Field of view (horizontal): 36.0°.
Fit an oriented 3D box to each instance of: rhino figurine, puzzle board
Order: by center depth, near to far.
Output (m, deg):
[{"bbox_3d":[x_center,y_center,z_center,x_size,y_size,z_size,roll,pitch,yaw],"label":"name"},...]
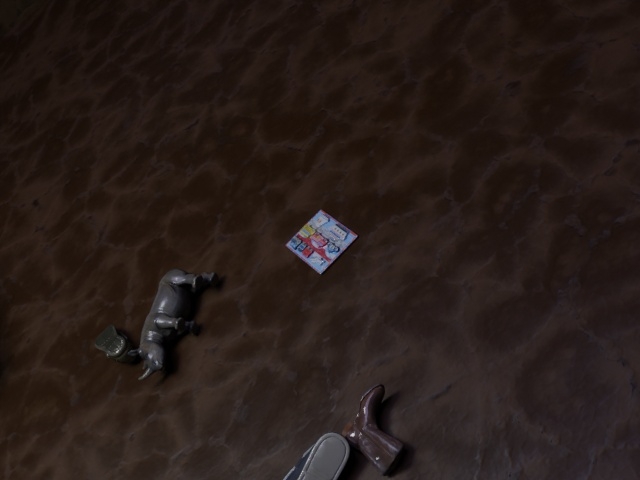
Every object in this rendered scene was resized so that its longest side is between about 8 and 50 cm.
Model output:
[{"bbox_3d":[0.000,0.000,1.798,0.096,0.011,0.128,-46,41,-5],"label":"puzzle board"},{"bbox_3d":[-0.285,0.154,1.840,0.106,0.073,0.243,2,58,35],"label":"rhino figurine"}]

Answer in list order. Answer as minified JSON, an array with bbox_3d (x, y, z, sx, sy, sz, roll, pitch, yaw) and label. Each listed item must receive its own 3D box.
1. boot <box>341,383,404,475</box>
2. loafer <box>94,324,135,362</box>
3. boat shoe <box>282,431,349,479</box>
[{"bbox_3d":[0.093,0.280,1.456,0.114,0.037,0.106,30,89,52],"label":"boot"},{"bbox_3d":[-0.396,0.206,1.901,0.056,0.050,0.148,-45,25,-9],"label":"loafer"},{"bbox_3d":[-0.026,0.377,1.464,0.206,0.075,0.065,-55,-1,-7],"label":"boat shoe"}]
